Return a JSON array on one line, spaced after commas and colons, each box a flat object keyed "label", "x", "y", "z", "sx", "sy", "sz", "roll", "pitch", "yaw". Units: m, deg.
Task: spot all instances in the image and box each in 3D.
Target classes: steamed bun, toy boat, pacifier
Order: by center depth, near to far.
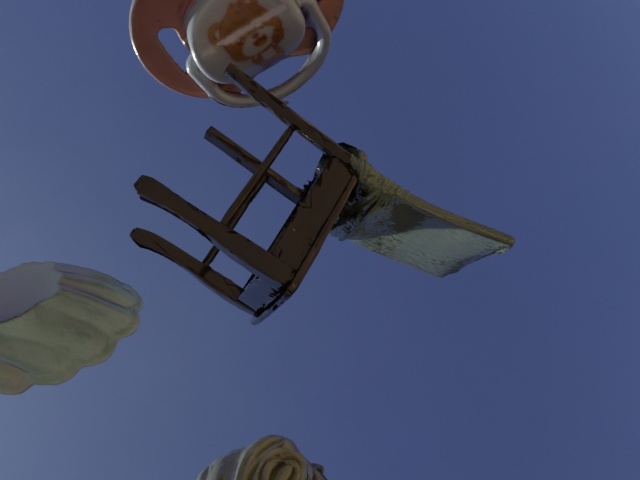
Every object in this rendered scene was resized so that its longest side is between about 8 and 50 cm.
[{"label": "toy boat", "x": -0.387, "y": 0.103, "z": 0.771, "sx": 0.290, "sy": 0.199, "sz": 0.100, "roll": -20, "pitch": -53, "yaw": -10}, {"label": "pacifier", "x": -0.125, "y": -0.351, "z": 0.890, "sx": 0.273, "sy": 0.332, "sz": 0.220, "roll": 63, "pitch": -171, "yaw": 2}, {"label": "steamed bun", "x": -0.069, "y": 0.404, "z": 0.941, "sx": 0.211, "sy": 0.144, "sz": 0.218, "roll": -8, "pitch": -132, "yaw": -38}]

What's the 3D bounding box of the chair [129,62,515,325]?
[{"label": "chair", "x": 0.000, "y": 0.000, "z": 0.574, "sx": 0.319, "sy": 0.160, "sz": 0.186, "roll": 33, "pitch": -116, "yaw": -6}]
